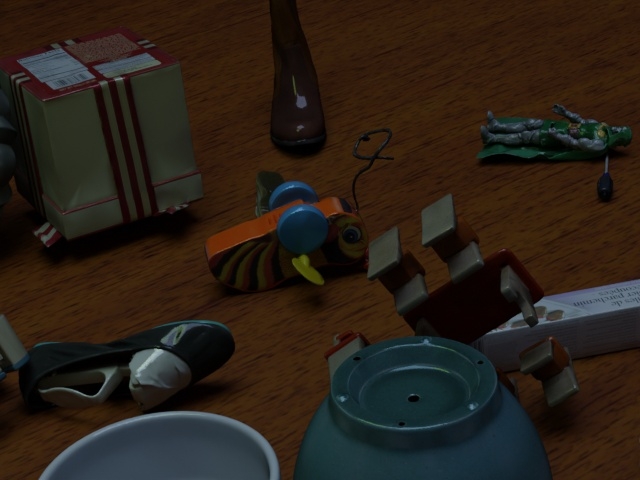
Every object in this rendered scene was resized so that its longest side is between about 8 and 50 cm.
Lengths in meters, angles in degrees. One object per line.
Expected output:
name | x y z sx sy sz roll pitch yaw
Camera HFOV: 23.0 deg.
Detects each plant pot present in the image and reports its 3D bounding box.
plant pot | 0.104 0.225 1.662 0.293 0.196 0.293 -4 30 2

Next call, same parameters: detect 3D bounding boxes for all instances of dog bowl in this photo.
dog bowl | -0.167 0.298 1.668 0.265 0.104 0.265 -6 29 3

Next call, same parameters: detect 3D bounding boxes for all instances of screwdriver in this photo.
screwdriver | 0.431 -0.106 2.376 0.024 0.025 0.170 1 30 12

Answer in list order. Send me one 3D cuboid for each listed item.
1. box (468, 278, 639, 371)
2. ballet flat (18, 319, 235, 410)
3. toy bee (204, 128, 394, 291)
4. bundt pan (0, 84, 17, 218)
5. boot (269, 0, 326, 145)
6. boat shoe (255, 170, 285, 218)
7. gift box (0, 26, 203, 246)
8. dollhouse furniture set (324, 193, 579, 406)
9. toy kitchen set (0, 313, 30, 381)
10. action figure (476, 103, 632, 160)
box | 0.304 0.108 1.971 0.324 0.067 0.063 -11 29 -7
ballet flat | -0.242 0.168 1.949 0.280 0.095 0.096 -10 37 14
toy bee | 0.000 0.000 2.169 0.298 0.162 0.195 -21 31 25
bundt pan | -0.551 -0.131 2.329 0.124 0.330 0.331 -1 21 -37
boot | -0.045 -0.316 2.574 0.096 0.280 0.264 -2 29 7
boat shoe | -0.072 -0.047 2.351 0.056 0.048 0.153 0 34 -14
gift box | -0.330 -0.140 2.334 0.255 0.258 0.276 -17 30 -19
dollhouse furniture set | 0.134 0.103 1.844 0.259 0.262 0.135 -33 22 17
toy kitchen set | -0.457 0.200 1.931 0.207 0.122 0.166 -36 11 -35
action figure | 0.370 -0.166 2.458 0.232 0.063 0.137 4 36 18
